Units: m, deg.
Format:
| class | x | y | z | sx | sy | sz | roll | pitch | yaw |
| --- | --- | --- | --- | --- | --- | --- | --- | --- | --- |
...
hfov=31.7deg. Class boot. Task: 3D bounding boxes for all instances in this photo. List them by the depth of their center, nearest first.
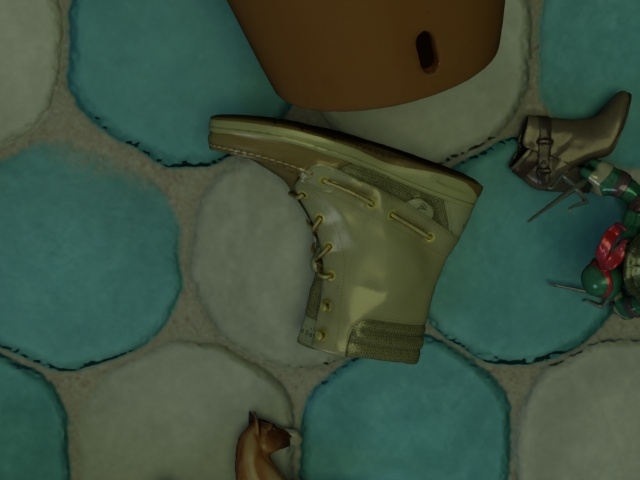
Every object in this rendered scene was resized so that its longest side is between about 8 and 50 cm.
| class | x | y | z | sx | sy | sz | roll | pitch | yaw |
| --- | --- | --- | --- | --- | --- | --- | --- | --- | --- |
| boot | 0.000 | 0.000 | 1.055 | 0.262 | 0.095 | 0.203 | 16 | 100 | -13 |
| boot | 0.237 | -0.101 | 1.084 | 0.087 | 0.042 | 0.118 | 21 | 98 | -7 |

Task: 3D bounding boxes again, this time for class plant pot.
| class | x | y | z | sx | sy | sz | roll | pitch | yaw |
| --- | --- | --- | --- | --- | --- | --- | --- | --- | --- |
| plant pot | 0.038 | -0.238 | 0.934 | 0.291 | 0.291 | 0.203 | -15 | 118 | -3 |

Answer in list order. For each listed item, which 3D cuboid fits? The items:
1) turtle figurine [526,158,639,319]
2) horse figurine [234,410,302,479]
| class | x | y | z | sx | sy | sz | roll | pitch | yaw |
| --- | --- | --- | --- | --- | --- | --- | --- | --- | --- |
| turtle figurine | 0.313 | 0.010 | 1.073 | 0.234 | 0.118 | 0.175 | -16 | 121 | -17 |
| horse figurine | -0.036 | 0.320 | 1.124 | 0.174 | 0.066 | 0.263 | 21 | 96 | -15 |
